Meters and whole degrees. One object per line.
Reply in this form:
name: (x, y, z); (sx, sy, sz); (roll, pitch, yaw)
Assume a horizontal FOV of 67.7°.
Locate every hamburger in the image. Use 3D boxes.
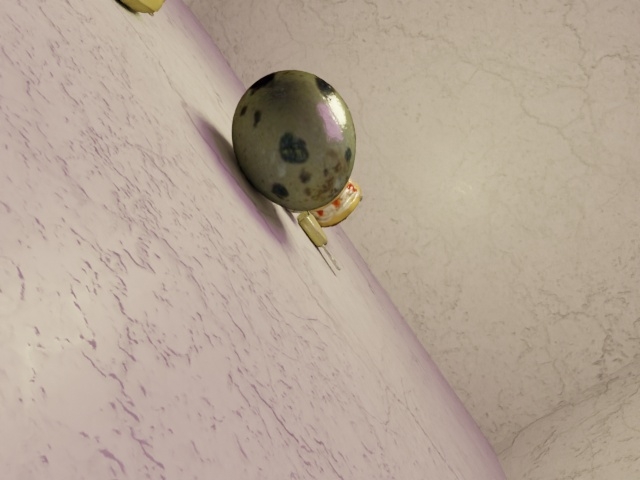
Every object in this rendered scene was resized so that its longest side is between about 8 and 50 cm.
hamburger: (0.038, -0.219, 2.033); (0.261, 0.302, 0.186); (12, -36, 50)

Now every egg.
egg: (-0.071, -0.276, 1.334); (0.345, 0.345, 0.428); (47, 21, -49)

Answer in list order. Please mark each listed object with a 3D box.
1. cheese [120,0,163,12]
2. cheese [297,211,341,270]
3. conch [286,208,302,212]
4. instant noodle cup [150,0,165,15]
cheese: (-0.555, -0.768, 1.363); (0.259, 0.128, 0.316); (62, 12, -8)
cheese: (0.000, 0.000, 1.717); (0.255, 0.050, 0.127); (56, 6, 13)
conch: (-0.106, -0.170, 1.665); (0.158, 0.127, 0.255); (5, 19, -43)
instant noodle cup: (-0.565, -0.925, 1.653); (0.193, 0.212, 0.193); (54, 6, -8)
